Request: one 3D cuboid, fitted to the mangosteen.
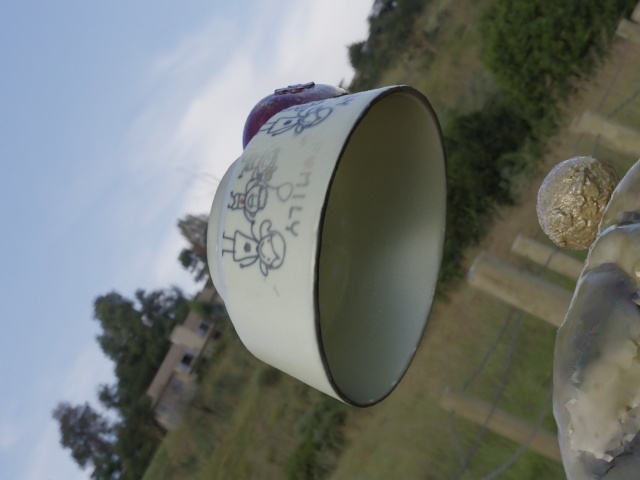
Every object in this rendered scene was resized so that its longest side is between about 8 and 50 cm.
[{"bbox_3d":[-0.020,-0.092,1.129,0.156,0.145,0.182,-47,-33,-60],"label":"mangosteen"}]

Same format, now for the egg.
[{"bbox_3d":[0.341,-0.048,1.267,0.140,0.116,0.118,78,-152,-45],"label":"egg"}]

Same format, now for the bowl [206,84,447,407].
[{"bbox_3d":[0.000,0.000,0.730,0.237,0.126,0.238,-24,-63,-61],"label":"bowl"}]

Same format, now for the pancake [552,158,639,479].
[{"bbox_3d":[0.259,0.018,0.398,0.387,0.082,0.387,-31,41,31],"label":"pancake"}]
